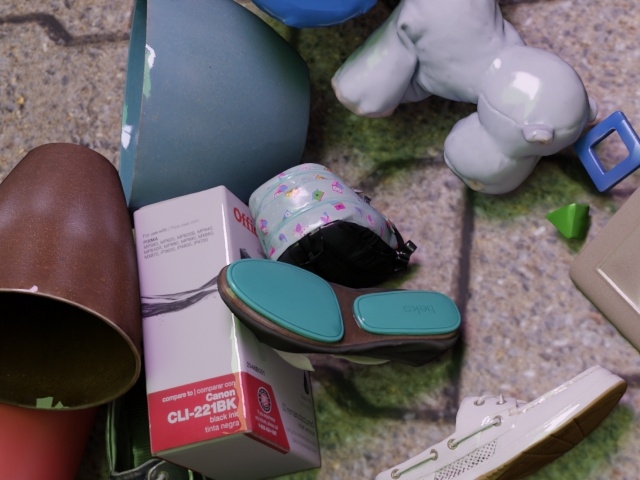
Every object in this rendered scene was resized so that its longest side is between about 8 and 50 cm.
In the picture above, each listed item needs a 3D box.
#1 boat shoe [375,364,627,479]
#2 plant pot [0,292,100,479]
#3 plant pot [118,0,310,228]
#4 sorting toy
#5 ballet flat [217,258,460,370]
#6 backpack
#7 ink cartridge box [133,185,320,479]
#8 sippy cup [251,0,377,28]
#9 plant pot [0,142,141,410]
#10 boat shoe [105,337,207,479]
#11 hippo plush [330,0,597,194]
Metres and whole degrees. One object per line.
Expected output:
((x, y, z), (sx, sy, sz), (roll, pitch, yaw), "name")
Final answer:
((0.170, 0.193, 1.209), (0.277, 0.098, 0.096), (-35, 61, 9), "boat shoe")
((-0.363, 0.152, 1.383), (0.275, 0.275, 0.243), (16, 68, 28), "plant pot")
((-0.120, -0.150, 1.398), (0.195, 0.290, 0.290), (5, 68, -13), "plant pot")
((0.365, 0.026, 1.200), (0.348, 0.047, 0.196), (51, 119, 31), "sorting toy")
((0.012, 0.090, 1.241), (0.096, 0.280, 0.095), (-55, 34, 40), "ballet flat")
((0.000, 0.000, 1.312), (0.152, 0.182, 0.115), (-38, 60, 7), "backpack")
((-0.099, 0.105, 1.306), (0.114, 0.197, 0.273), (-16, 65, 16), "ink cartridge box")
((-0.010, -0.335, 1.267), (0.305, 0.240, 0.224), (-46, 25, 22), "sippy cup")
((-0.276, 0.020, 1.242), (0.215, 0.215, 0.230), (-13, 49, 19), "plant pot")
((-0.188, 0.266, 1.328), (0.121, 0.119, 0.335), (-21, 63, 16), "boat shoe")
((0.188, -0.189, 1.305), (0.236, 0.234, 0.294), (43, 130, 5), "hippo plush")
